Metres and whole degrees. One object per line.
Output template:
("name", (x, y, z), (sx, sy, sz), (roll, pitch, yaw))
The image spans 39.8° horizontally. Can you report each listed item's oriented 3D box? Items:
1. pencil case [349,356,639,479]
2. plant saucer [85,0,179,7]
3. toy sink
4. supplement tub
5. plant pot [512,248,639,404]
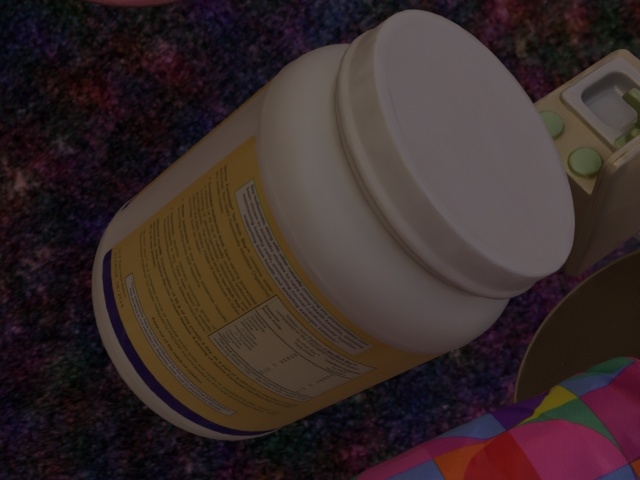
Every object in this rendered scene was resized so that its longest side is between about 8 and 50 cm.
("pencil case", (0.070, 0.139, 0.442), (0.236, 0.104, 0.105), (-19, 85, -8))
("plant saucer", (-0.193, -0.393, 0.864), (0.331, 0.084, 0.333), (-1, 96, -13))
("toy sink", (0.294, -0.094, 0.921), (0.152, 0.234, 0.131), (-34, 65, -10))
("supplement tub", (0.000, 0.000, 0.692), (0.241, 0.331, 0.241), (26, 49, -34))
("plant pot", (0.362, 0.168, 0.872), (0.191, 0.284, 0.284), (43, 47, -24))
